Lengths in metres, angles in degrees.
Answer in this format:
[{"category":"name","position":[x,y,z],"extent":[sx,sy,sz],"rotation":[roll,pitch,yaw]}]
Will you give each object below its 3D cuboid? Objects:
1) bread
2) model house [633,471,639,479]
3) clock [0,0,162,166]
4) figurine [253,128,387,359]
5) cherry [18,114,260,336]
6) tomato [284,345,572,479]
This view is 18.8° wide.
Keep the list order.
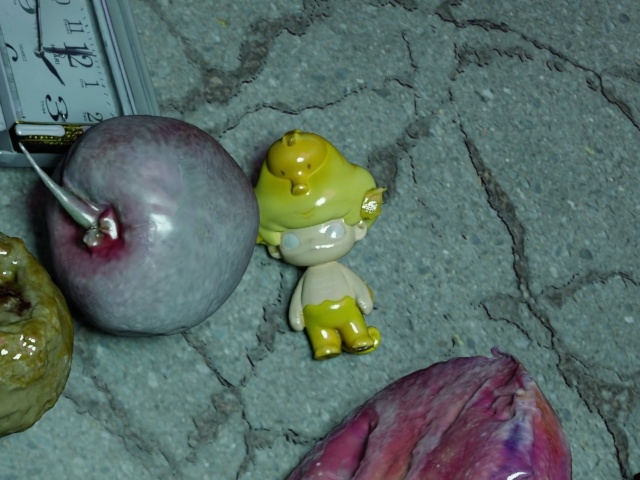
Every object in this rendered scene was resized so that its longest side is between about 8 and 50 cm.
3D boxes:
[{"category":"bread","position":[-0.319,0.070,1.706],"extent":[0.230,0.123,0.230],"rotation":[20,33,-14]},{"category":"model house","position":[0.404,0.322,2.082],"extent":[0.203,0.141,0.164],"rotation":[60,31,-6]},{"category":"clock","position":[-0.277,-0.183,1.955],"extent":[0.186,0.083,0.253],"rotation":[0,63,-35]},{"category":"figurine","position":[0.000,0.000,2.012],"extent":[0.156,0.131,0.246],"rotation":[-10,81,4]},{"category":"cherry","position":[-0.164,-0.014,1.851],"extent":[0.266,0.183,0.213],"rotation":[-2,95,-43]},{"category":"tomato","position":[0.121,0.253,1.791],"extent":[0.176,0.335,0.289],"rotation":[48,54,-19]}]
